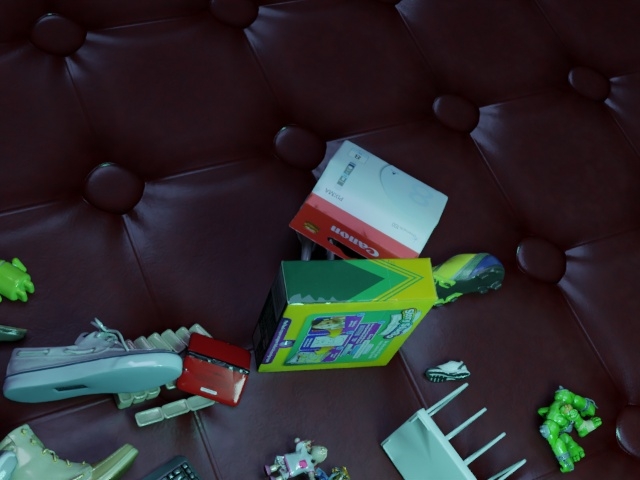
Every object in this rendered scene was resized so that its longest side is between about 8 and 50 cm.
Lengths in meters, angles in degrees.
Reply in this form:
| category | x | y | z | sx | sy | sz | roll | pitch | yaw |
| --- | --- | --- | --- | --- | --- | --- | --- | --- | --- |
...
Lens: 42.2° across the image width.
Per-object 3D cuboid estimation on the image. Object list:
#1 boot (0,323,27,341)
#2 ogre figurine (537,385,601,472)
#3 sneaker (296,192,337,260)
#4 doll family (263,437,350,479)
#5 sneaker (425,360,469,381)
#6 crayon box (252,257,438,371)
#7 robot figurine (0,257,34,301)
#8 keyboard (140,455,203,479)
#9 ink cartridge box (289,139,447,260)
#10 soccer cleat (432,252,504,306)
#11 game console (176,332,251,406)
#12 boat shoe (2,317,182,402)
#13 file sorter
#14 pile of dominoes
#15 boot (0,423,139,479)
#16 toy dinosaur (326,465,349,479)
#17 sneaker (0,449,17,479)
| category | x | y | z | sx | sy | sz | roll | pitch | yaw |
| --- | --- | --- | --- | --- | --- | --- | --- | --- | --- |
| boot | -0.726 | 0.223 | 1.721 | 0.219 | 0.082 | 0.106 | 3 | 82 | -18 |
| ogre figurine | 0.572 | 0.429 | 1.931 | 0.118 | 0.097 | 0.197 | 44 | 73 | -9 |
| sneaker | 0.000 | 0.000 | 1.998 | 0.111 | 0.129 | 0.297 | 6 | 58 | -10 |
| doll family | -0.001 | 0.539 | 1.713 | 0.163 | 0.118 | 0.263 | -18 | 49 | -17 |
| sneaker | 0.296 | 0.307 | 1.959 | 0.109 | 0.040 | 0.043 | 3 | 44 | -17 |
| crayon box | 0.040 | 0.165 | 1.774 | 0.313 | 0.363 | 0.106 | -2 | 61 | -16 |
| robot figurine | -0.679 | 0.085 | 1.801 | 0.115 | 0.067 | 0.101 | 30 | 62 | 3 |
| keyboard | -0.345 | 0.585 | 1.625 | 0.317 | 0.033 | 0.201 | -32 | 73 | -27 |
| ink cartridge box | 0.126 | -0.073 | 2.013 | 0.308 | 0.091 | 0.385 | 30 | 33 | 1 |
| soccer cleat | 0.317 | 0.091 | 2.072 | 0.289 | 0.093 | 0.121 | -10 | 33 | -15 |
| game console | -0.233 | 0.283 | 1.822 | 0.144 | 0.085 | 0.124 | 20 | 84 | -10 |
| boat shoe | -0.464 | 0.231 | 1.706 | 0.367 | 0.136 | 0.156 | -10 | 60 | 8 |
| file sorter | 0.306 | 0.477 | 1.767 | 0.173 | 0.193 | 0.277 | -24 | 69 | -34 |
| pile of dominoes | -0.328 | 0.292 | 1.809 | 0.251 | 0.040 | 0.196 | -12 | 64 | -30 |
| boot | -0.513 | 0.433 | 1.628 | 0.262 | 0.095 | 0.203 | -36 | 75 | -19 |
| toy dinosaur | 0.022 | 0.498 | 1.654 | 0.047 | 0.090 | 0.082 | 40 | 92 | 16 |
| sneaker | -0.612 | 0.525 | 1.529 | 0.115 | 0.105 | 0.281 | 23 | 85 | -18 |
